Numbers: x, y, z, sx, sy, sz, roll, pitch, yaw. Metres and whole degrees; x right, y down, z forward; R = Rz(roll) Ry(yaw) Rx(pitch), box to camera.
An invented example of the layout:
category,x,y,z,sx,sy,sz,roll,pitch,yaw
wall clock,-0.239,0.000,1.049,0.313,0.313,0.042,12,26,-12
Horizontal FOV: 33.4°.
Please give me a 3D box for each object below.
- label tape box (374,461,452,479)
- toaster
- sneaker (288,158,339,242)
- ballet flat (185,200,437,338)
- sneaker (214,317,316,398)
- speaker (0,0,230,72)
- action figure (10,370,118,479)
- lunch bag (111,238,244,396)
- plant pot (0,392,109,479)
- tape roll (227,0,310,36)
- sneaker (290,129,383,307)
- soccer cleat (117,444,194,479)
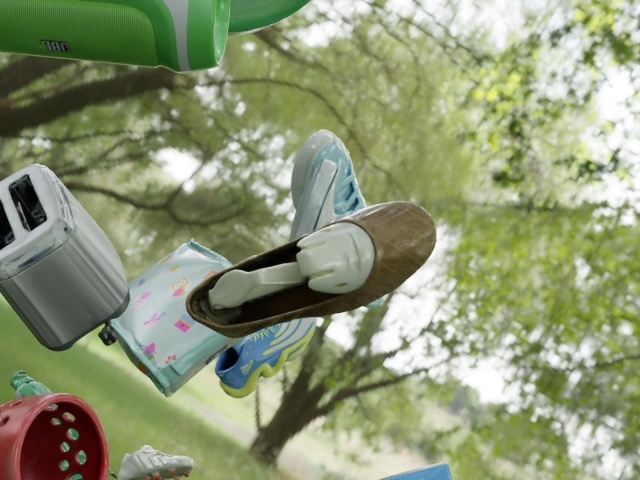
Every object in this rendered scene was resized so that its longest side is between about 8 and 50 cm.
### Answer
category,x,y,z,sx,sy,sz,roll,pitch,yaw
label tape box,0.125,0.377,1.189,0.333,0.106,0.240,66,9,-77
toaster,-0.310,0.018,1.203,0.227,0.129,0.146,53,-5,49
sneaker,0.000,0.000,1.712,0.091,0.258,0.094,15,-2,-12
ballet flat,-0.027,0.040,1.295,0.343,0.116,0.124,-19,-12,28
sneaker,-0.111,0.203,2.074,0.091,0.240,0.126,37,-9,34
speaker,-0.240,-0.232,1.013,0.297,0.131,0.131,6,-11,1
action figure,-0.427,0.297,1.690,0.232,0.063,0.137,51,8,25
lunch bag,-0.219,0.133,1.756,0.262,0.223,0.160,28,-29,58
plant pot,-0.420,0.311,1.488,0.174,0.191,0.191,-6,-28,28
tape roll,-0.122,-0.411,1.289,0.321,0.321,0.077,34,-4,-14
sneaker,0.056,-0.029,1.857,0.150,0.135,0.365,24,-36,33
soccer cleat,-0.306,0.409,1.952,0.196,0.076,0.068,-23,-33,39
